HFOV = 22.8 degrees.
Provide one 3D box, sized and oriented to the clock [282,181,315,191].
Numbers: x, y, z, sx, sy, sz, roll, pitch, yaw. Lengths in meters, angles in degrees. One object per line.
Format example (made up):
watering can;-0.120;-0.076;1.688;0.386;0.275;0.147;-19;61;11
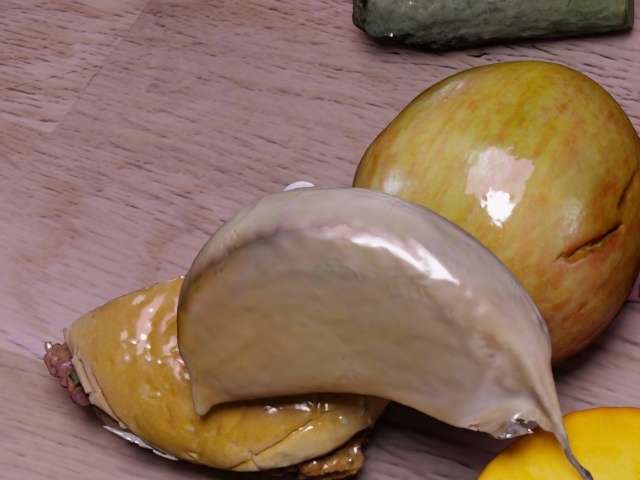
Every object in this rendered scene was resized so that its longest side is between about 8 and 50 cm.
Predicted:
clock;0.000;0.000;1.497;0.087;0.041;0.129;-11;56;4

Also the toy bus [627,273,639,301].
toy bus;0.355;0.011;1.429;0.203;0.063;0.090;0;55;10

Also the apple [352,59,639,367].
apple;0.159;-0.027;1.353;0.264;0.264;0.264;-4;52;5

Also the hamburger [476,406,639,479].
hamburger;0.219;0.254;1.186;0.246;0.170;0.246;-12;45;12

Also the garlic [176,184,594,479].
garlic;0.057;0.059;1.193;0.338;0.196;0.151;8;13;19

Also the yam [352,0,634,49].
yam;0.177;-0.296;1.609;0.300;0.195;0.195;-4;51;5

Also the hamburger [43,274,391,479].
hamburger;-0.067;0.117;1.348;0.282;0.155;0.245;-29;61;-9
